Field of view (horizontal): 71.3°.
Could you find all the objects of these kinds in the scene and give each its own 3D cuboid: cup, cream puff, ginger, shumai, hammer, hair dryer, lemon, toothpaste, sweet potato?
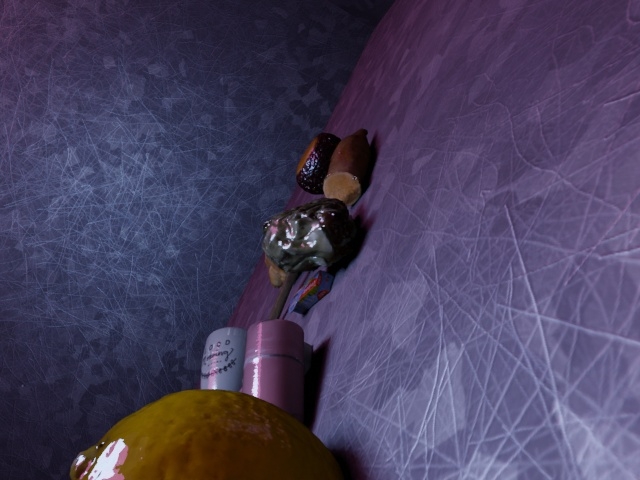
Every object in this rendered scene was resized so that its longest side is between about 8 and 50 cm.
[{"bbox_3d":[-0.248,0.398,1.368,0.258,0.186,0.234,-30,33,18],"label":"cup"},{"bbox_3d":[0.011,-0.282,1.678,0.239,0.165,0.239,-58,12,21],"label":"cream puff"},{"bbox_3d":[-0.154,0.066,1.648,0.236,0.166,0.375,-53,4,12],"label":"ginger"},{"bbox_3d":[-0.001,-0.001,1.132,0.256,0.189,0.218,-28,22,-25],"label":"shumai"},{"bbox_3d":[-0.131,0.194,1.455,0.043,0.111,0.365,-20,-44,-66],"label":"hammer"},{"bbox_3d":[-0.139,0.349,0.982,0.352,0.126,0.210,123,154,-43],"label":"hair dryer"},{"bbox_3d":[-0.164,0.360,0.588,0.364,0.364,0.364,-59,12,21],"label":"lemon"},{"bbox_3d":[-0.030,0.151,1.196,0.193,0.044,0.070,-48,21,53],"label":"toothpaste"},{"bbox_3d":[0.095,-0.257,1.366,0.131,0.131,0.336,-50,19,49],"label":"sweet potato"}]

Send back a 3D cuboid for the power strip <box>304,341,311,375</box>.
[{"bbox_3d":[-0.075,0.322,1.039,0.192,0.035,0.081,-59,14,20],"label":"power strip"}]
